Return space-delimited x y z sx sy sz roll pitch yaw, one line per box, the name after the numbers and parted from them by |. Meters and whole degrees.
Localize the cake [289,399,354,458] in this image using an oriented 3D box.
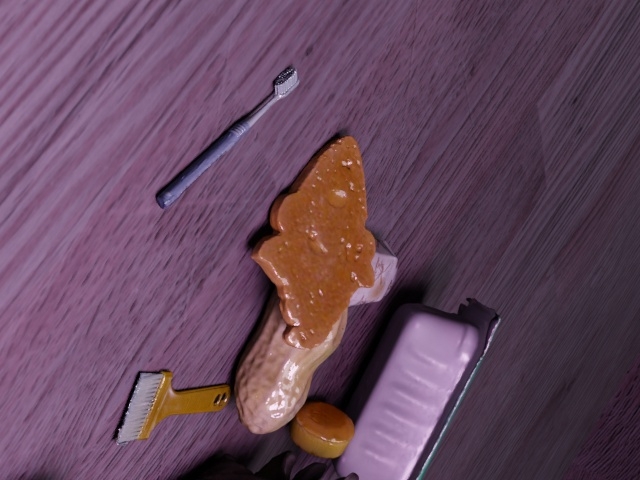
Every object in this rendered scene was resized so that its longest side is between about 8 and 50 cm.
0.002 0.241 1.887 0.084 0.084 0.044 -23 139 -56 | cake

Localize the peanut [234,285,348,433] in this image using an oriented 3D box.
-0.032 0.122 1.679 0.214 0.098 0.090 -63 152 4 | peanut

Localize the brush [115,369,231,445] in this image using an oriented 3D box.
-0.152 0.175 1.601 0.218 0.010 0.083 3 112 -65 | brush

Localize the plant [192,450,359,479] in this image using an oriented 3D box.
-0.079 0.353 1.720 0.276 0.188 0.199 -11 121 -58 | plant

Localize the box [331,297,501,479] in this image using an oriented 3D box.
0.106 0.215 1.976 0.337 0.106 0.264 -64 -174 1 | box

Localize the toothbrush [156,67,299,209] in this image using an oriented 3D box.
-0.087 -0.102 1.438 0.219 0.016 0.019 -47 150 -32 | toothbrush

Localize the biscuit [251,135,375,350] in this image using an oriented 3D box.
0.000 0.000 1.622 0.162 0.035 0.250 27 71 -37 | biscuit

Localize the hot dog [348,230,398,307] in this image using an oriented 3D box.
0.043 0.037 1.802 0.192 0.053 0.099 0 116 -67 | hot dog
